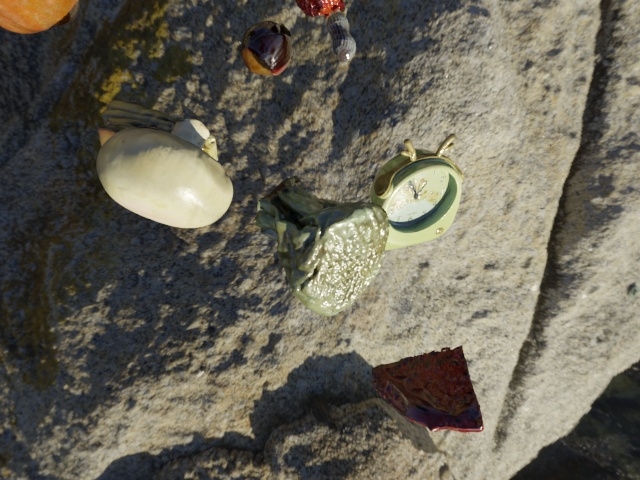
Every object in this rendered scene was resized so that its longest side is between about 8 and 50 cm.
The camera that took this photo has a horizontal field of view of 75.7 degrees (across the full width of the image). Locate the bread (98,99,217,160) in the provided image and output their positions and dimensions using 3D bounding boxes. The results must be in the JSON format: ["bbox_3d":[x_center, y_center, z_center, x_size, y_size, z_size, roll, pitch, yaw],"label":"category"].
[{"bbox_3d":[-0.473,-0.215,1.187,0.369,0.314,0.191,26,49,12],"label":"bread"}]

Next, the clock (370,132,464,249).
[{"bbox_3d":[0.229,-0.121,1.000,0.234,0.096,0.308,-11,135,-15],"label":"clock"}]

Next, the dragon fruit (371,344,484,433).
[{"bbox_3d":[0.322,0.419,1.238,0.330,0.302,0.240,7,78,21],"label":"dragon fruit"}]

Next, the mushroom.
[{"bbox_3d":[-0.278,-0.133,0.769,0.246,0.246,0.202,22,86,1],"label":"mushroom"}]

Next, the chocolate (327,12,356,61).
[{"bbox_3d":[0.065,-0.634,1.285,0.072,0.072,0.167,-15,75,3],"label":"chocolate"}]

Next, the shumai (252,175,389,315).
[{"bbox_3d":[0.000,0.000,0.805,0.225,0.222,0.261,-33,135,-21],"label":"shumai"}]

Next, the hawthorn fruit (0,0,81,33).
[{"bbox_3d":[-0.537,-0.468,0.685,0.199,0.251,0.200,0,92,11],"label":"hawthorn fruit"}]

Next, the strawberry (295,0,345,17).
[{"bbox_3d":[-0.027,-0.763,1.195,0.174,0.228,0.098,6,57,37],"label":"strawberry"}]

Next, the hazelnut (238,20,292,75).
[{"bbox_3d":[-0.179,-0.612,1.304,0.170,0.161,0.202,-17,49,-28],"label":"hazelnut"}]
